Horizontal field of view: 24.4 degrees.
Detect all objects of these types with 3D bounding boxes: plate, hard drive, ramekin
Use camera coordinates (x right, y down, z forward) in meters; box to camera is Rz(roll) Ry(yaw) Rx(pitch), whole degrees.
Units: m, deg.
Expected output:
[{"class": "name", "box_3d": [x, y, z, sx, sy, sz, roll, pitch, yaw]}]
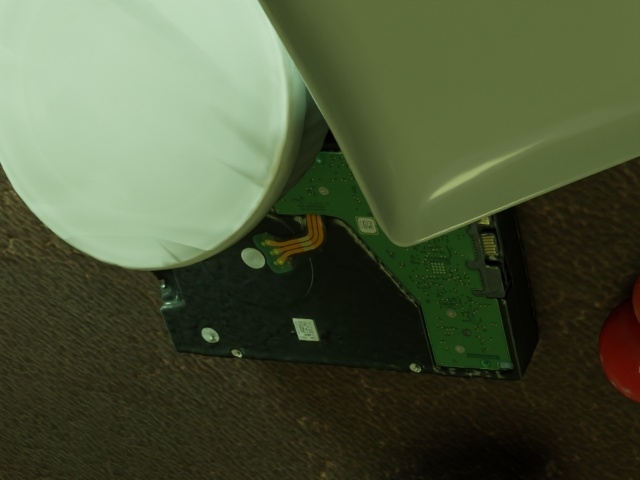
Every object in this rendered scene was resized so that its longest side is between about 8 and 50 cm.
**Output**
[{"class": "plate", "box_3d": [0.123, -0.147, 0.988, 0.278, 0.045, 0.277, -22, 128, 10]}, {"class": "hard drive", "box_3d": [0.000, 0.000, 1.240, 0.339, 0.064, 0.237, 2, 127, 28]}, {"class": "ramekin", "box_3d": [-0.111, -0.122, 1.107, 0.273, 0.127, 0.273, 8, 108, 26]}]

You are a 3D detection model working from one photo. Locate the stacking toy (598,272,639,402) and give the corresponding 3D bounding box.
[{"class": "stacking toy", "box_3d": [0.289, 0.013, 1.054, 0.141, 0.141, 0.330, 29, 138, 4]}]
